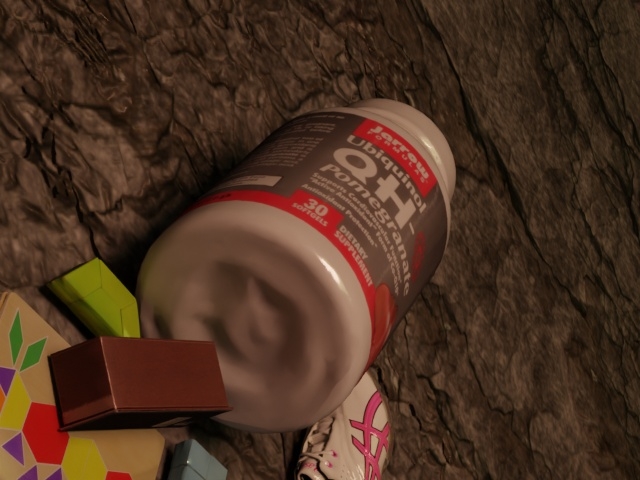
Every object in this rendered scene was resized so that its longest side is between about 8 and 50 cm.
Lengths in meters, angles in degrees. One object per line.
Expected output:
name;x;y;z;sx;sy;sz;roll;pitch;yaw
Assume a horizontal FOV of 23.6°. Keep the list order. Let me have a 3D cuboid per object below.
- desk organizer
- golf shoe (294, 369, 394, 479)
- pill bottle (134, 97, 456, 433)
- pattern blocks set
desk organizer;-0.117;0.094;1.011;0.130;0.047;0.050;10;63;-59
golf shoe;0.016;0.176;1.231;0.086;0.067;0.186;26;52;-51
pill bottle;0.000;0.000;1.193;0.176;0.176;0.318;64;29;-14
pattern blocks set;-0.173;0.129;0.969;0.325;0.026;0.285;55;32;-27
